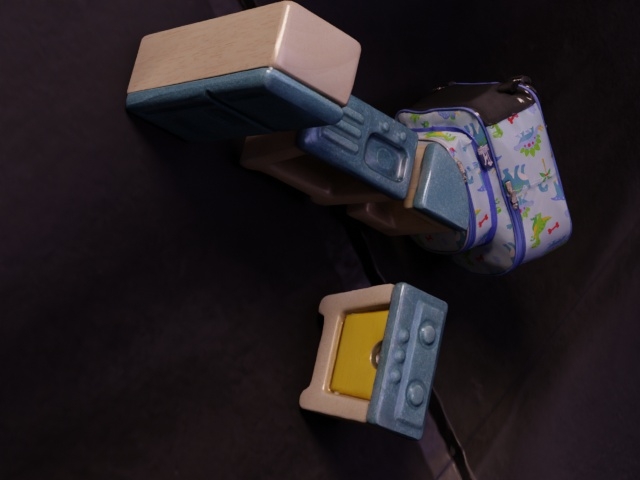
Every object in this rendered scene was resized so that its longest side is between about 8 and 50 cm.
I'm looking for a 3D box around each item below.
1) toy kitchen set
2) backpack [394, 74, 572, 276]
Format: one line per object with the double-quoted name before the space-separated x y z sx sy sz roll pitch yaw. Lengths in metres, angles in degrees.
"toy kitchen set" 0.000 0.000 0.766 0.207 0.122 0.166 25 71 -38
"backpack" 0.095 -0.034 0.903 0.084 0.105 0.114 -30 107 -24
